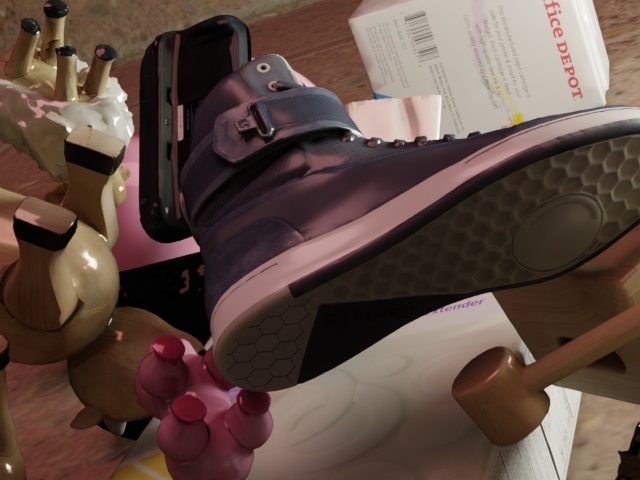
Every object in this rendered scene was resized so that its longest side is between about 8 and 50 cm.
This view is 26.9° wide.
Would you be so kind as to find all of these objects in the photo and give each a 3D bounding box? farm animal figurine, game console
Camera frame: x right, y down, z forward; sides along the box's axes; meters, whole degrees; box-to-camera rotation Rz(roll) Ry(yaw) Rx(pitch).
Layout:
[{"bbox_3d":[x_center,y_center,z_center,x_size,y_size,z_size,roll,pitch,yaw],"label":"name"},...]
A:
[{"bbox_3d":[-0.148,0.047,0.726,0.326,0.172,0.330,32,43,18],"label":"farm animal figurine"},{"bbox_3d":[-0.083,-0.028,1.052,0.213,0.044,0.361,-13,60,17],"label":"game console"}]

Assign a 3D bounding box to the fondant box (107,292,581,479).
[{"bbox_3d":[0.010,0.129,0.751,0.238,0.096,0.330,-14,18,22],"label":"fondant box"}]

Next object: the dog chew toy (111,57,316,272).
[{"bbox_3d":[-0.131,-0.020,1.201,0.331,0.207,0.206,-35,21,-15],"label":"dog chew toy"}]

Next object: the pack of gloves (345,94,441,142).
[{"bbox_3d":[0.000,0.000,1.062,0.195,0.046,0.232,-4,61,18],"label":"pack of gloves"}]

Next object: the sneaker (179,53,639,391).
[{"bbox_3d":[0.038,-0.041,0.637,0.226,0.086,0.163,-22,44,2],"label":"sneaker"}]

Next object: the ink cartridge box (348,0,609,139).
[{"bbox_3d":[0.178,-0.213,1.443,0.232,0.171,0.168,-14,19,19],"label":"ink cartridge box"}]

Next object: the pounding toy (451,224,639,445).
[{"bbox_3d":[0.157,0.039,0.631,0.206,0.094,0.181,-40,16,-17],"label":"pounding toy"}]

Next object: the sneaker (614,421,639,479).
[{"bbox_3d":[0.159,0.122,0.644,0.066,0.071,0.188,-3,24,43],"label":"sneaker"}]
